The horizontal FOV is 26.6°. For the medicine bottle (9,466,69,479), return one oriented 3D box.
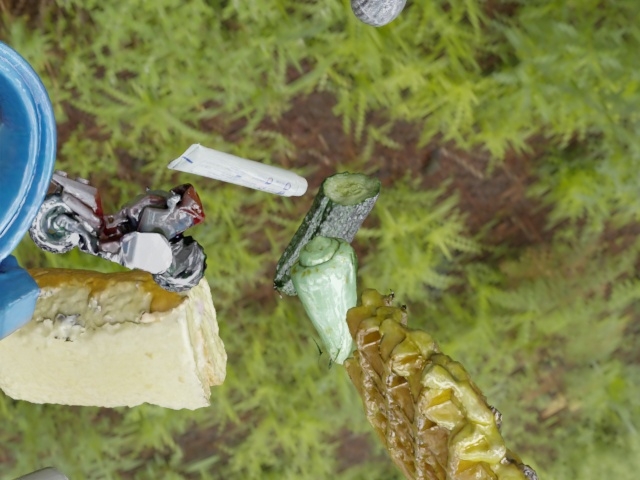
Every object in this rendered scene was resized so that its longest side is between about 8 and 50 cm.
[{"bbox_3d":[-0.429,0.365,1.486,0.341,0.130,0.130,-18,145,-33],"label":"medicine bottle"}]

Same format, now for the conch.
[{"bbox_3d":[0.012,0.063,1.606,0.079,0.106,0.170,4,120,19],"label":"conch"}]

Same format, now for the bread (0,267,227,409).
[{"bbox_3d":[-0.349,0.146,2.153,0.375,0.165,0.237,2,129,16],"label":"bread"}]

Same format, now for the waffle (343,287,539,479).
[{"bbox_3d":[0.100,0.170,1.173,0.058,0.282,0.301,-31,178,-13],"label":"waffle"}]

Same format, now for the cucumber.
[{"bbox_3d":[0.000,0.001,1.820,0.077,0.077,0.265,-6,146,-28],"label":"cucumber"}]

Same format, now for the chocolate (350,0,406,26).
[{"bbox_3d":[0.087,-0.330,1.696,0.072,0.072,0.167,-6,152,-28],"label":"chocolate"}]

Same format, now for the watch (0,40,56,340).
[{"bbox_3d":[-0.352,-0.042,0.945,0.305,0.241,0.274,-21,134,-44],"label":"watch"}]

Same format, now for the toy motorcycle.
[{"bbox_3d":[-0.211,-0.023,1.481,0.213,0.082,0.122,19,83,-29],"label":"toy motorcycle"}]

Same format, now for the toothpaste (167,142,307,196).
[{"bbox_3d":[-0.091,-0.082,1.623,0.052,0.033,0.218,-34,153,29],"label":"toothpaste"}]
